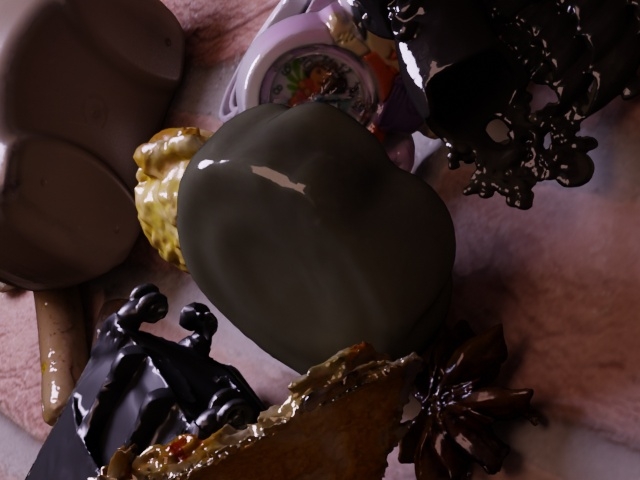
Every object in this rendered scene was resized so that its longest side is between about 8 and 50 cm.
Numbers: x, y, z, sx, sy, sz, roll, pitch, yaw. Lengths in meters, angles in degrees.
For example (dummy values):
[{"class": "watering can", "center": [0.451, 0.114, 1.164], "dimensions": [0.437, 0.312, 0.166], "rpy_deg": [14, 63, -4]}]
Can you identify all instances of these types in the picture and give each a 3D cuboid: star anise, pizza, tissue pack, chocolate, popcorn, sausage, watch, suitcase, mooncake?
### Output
[{"class": "star anise", "center": [0.112, 0.141, 1.292], "dimensions": [0.168, 0.057, 0.167], "rpy_deg": [-29, 49, 41]}, {"class": "pizza", "center": [-0.061, 0.192, 1.286], "dimensions": [0.074, 0.251, 0.287], "rpy_deg": [54, 130, 55]}, {"class": "tissue pack", "center": [-0.348, -0.141, 1.883], "dimensions": [0.277, 0.267, 0.387], "rpy_deg": [-7, 61, 40]}, {"class": "chocolate", "center": [-0.252, 0.114, 1.838], "dimensions": [0.064, 0.031, 0.100], "rpy_deg": [-5, 69, 58]}, {"class": "popcorn", "center": [-0.119, -0.047, 1.620], "dimensions": [0.180, 0.180, 0.170], "rpy_deg": [29, 101, 56]}, {"class": "sausage", "center": [-0.320, 0.106, 1.905], "dimensions": [0.066, 0.066, 0.301], "rpy_deg": [-46, 41, 29]}, {"class": "watch", "center": [0.028, -0.174, 1.523], "dimensions": [0.244, 0.196, 0.231], "rpy_deg": [-53, 14, 11]}, {"class": "suitcase", "center": [-0.181, 0.289, 1.488], "dimensions": [0.433, 0.194, 0.283], "rpy_deg": [-59, 35, 9]}, {"class": "mooncake", "center": [0.000, 0.000, 1.359], "dimensions": [0.135, 0.275, 0.275], "rpy_deg": [-45, 24, -28]}]

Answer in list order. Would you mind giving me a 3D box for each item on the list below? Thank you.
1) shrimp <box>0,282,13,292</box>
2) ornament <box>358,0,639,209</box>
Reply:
[{"class": "shrimp", "center": [-0.381, -0.015, 2.082], "dimensions": [0.223, 0.047, 0.126], "rpy_deg": [-40, 33, 37]}, {"class": "ornament", "center": [0.176, -0.171, 1.303], "dimensions": [0.251, 0.106, 0.260], "rpy_deg": [-35, 62, -2]}]
